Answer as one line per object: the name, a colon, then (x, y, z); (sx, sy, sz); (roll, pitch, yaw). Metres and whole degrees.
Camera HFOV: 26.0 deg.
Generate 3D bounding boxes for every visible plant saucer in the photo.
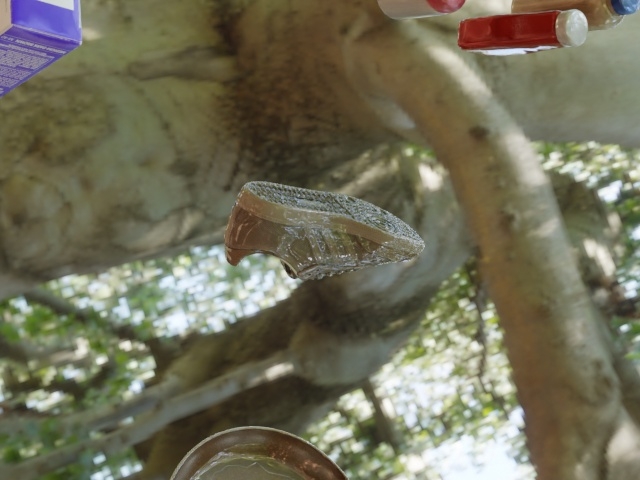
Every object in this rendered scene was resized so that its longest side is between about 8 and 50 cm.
plant saucer: (-0.073, 0.398, 1.825); (0.311, 0.310, 0.050); (60, -40, 15)

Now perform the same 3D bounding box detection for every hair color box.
hair color box: (-0.437, -0.283, 1.763); (0.338, 0.110, 0.185); (-20, -112, 43)

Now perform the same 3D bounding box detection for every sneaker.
sneaker: (0.000, 0.000, 1.186); (0.071, 0.188, 0.066); (-63, -146, 20)

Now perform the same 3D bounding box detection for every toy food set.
toy food set: (0.136, -0.187, 0.939); (0.104, 0.232, 0.111); (4, -93, 51)
